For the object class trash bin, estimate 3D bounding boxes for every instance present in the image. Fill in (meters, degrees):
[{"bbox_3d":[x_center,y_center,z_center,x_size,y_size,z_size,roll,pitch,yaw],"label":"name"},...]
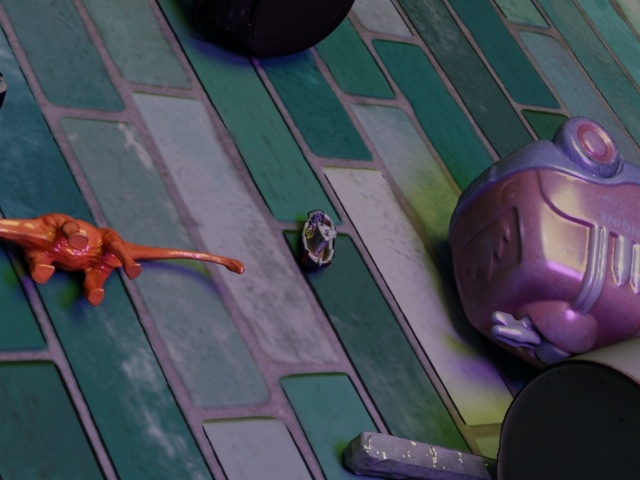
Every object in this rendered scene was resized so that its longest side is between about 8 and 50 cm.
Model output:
[{"bbox_3d":[0.391,0.185,1.480,0.432,0.280,0.280,-10,57,-37],"label":"trash bin"}]

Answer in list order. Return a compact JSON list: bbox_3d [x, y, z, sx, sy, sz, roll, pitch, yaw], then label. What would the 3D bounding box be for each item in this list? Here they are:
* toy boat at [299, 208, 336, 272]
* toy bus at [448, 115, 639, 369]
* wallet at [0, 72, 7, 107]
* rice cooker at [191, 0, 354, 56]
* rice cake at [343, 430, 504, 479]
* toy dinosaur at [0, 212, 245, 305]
[{"bbox_3d":[0.000,0.000,1.570,0.038,0.038,0.083,28,34,-18],"label":"toy boat"},{"bbox_3d":[0.267,0.043,1.655,0.294,0.197,0.232,25,46,-22],"label":"toy bus"},{"bbox_3d":[-0.375,-0.116,1.311,0.176,0.075,0.250,37,32,7],"label":"wallet"},{"bbox_3d":[-0.051,-0.266,1.740,0.203,0.142,0.118,-4,41,-47],"label":"rice cooker"},{"bbox_3d":[0.108,0.196,1.450,0.207,0.033,0.033,16,51,-34],"label":"rice cake"},{"bbox_3d":[-0.179,0.012,1.363,0.279,0.055,0.101,16,18,-28],"label":"toy dinosaur"}]
